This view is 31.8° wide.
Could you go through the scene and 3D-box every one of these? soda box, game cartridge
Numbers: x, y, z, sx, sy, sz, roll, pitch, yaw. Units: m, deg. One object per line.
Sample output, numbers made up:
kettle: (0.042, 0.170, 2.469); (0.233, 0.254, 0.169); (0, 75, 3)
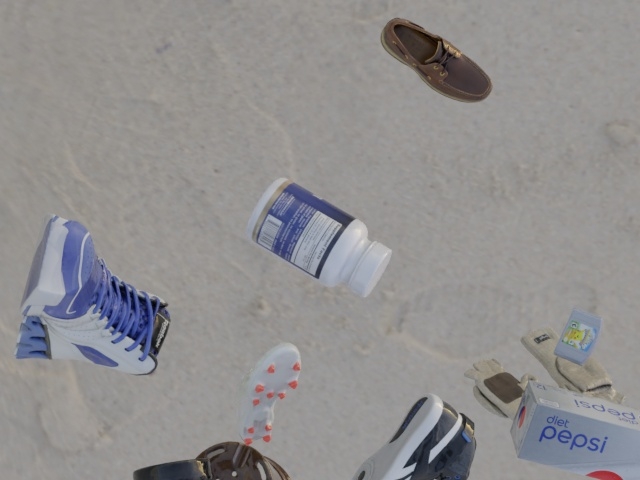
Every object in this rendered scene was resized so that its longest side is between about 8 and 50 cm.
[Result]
soda box: (0.438, 0.303, 1.690); (0.286, 0.091, 0.098); (16, 106, -3)
game cartridge: (0.408, 0.152, 1.762); (0.083, 0.056, 0.017); (-64, 153, -8)

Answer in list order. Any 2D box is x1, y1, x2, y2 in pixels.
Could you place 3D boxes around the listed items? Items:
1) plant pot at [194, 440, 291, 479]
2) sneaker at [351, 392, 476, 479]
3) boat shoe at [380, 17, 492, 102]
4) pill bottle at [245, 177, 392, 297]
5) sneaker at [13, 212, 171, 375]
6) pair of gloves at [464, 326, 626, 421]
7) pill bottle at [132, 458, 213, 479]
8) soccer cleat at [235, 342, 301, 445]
plant pot: (-0.122, 0.369, 1.626); (0.167, 0.167, 0.165); (-43, 160, -15)
sneaker: (0.134, 0.326, 1.552); (0.121, 0.079, 0.217); (35, 100, -18)
boat shoe: (0.164, -0.252, 1.577); (0.178, 0.060, 0.064); (33, 89, -1)
pill bottle: (0.000, 0.000, 1.403); (0.094, 0.169, 0.094); (-56, 169, -17)
sneaker: (-0.266, 0.076, 1.364); (0.182, 0.315, 0.127); (12, 65, -12)
pair of gloves: (0.375, 0.248, 1.888); (0.240, 0.204, 0.042); (-22, 136, -36)
pill bottle: (-0.160, 0.373, 1.315); (0.123, 0.123, 0.219); (0, 72, -32)
soccer cleat: (-0.077, 0.189, 1.469); (0.068, 0.076, 0.196); (-2, 137, -24)
